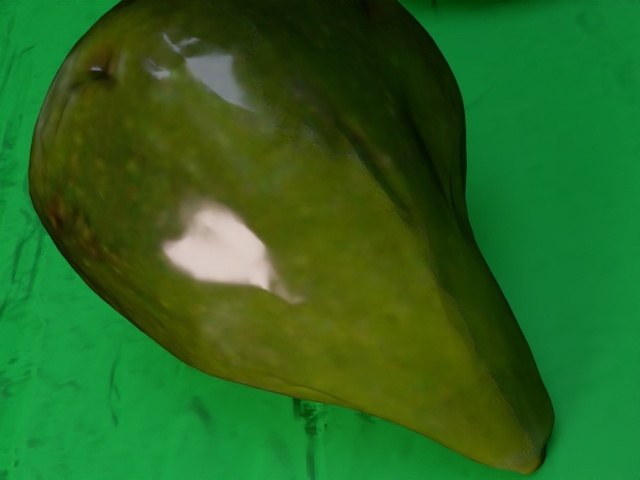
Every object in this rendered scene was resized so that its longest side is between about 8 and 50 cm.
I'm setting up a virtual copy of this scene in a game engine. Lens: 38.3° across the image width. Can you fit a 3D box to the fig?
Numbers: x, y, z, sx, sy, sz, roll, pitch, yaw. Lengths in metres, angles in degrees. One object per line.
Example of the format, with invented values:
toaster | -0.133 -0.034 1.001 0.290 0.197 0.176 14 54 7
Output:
fig | 0.000 0.000 0.427 0.206 0.206 0.275 -35 68 -11
